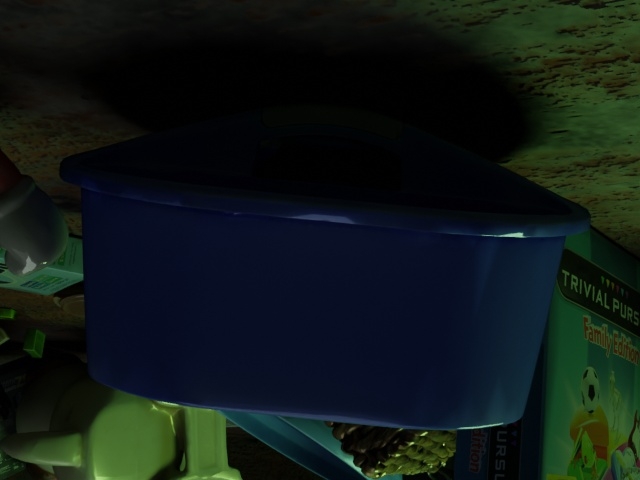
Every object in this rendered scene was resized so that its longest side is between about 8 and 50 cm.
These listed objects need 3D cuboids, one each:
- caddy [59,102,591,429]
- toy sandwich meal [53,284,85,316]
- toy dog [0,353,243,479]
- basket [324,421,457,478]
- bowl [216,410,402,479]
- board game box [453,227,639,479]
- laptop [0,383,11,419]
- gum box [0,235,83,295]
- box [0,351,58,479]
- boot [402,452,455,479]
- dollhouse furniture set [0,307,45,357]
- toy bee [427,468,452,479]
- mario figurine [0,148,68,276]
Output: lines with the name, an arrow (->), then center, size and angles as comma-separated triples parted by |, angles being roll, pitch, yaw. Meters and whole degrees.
caddy -> 0.000, 0.000, 0.734 | 0.341, 0.179, 0.241 | 6, -171, -1
toy sandwich meal -> -0.294, 0.074, 1.417 | 0.085, 0.029, 0.085 | -2, 158, -1
toy dog -> -0.353, 0.322, 1.836 | 0.395, 0.284, 0.408 | -14, -173, -33
basket -> 0.095, 0.090, 1.131 | 0.213, 0.223, 0.299 | -41, 160, 8
bowl -> -0.050, 0.234, 1.557 | 0.391, 0.077, 0.391 | 30, 164, 10
board game box -> 0.208, 0.164, 0.948 | 0.079, 0.336, 0.254 | -4, 163, 35
laptop -> -0.608, 0.188, 1.757 | 0.136, 0.264, 0.234 | -28, 178, -20
gum box -> -0.349, 0.013, 1.173 | 0.184, 0.041, 0.157 | 12, 164, -27
box -> -0.553, 0.315, 1.968 | 0.059, 0.183, 0.232 | 3, -164, 40
boot -> 0.258, 0.289, 1.664 | 0.338, 0.223, 0.118 | 3, 146, 29
dollhouse furniture set -> -0.485, 0.138, 1.639 | 0.151, 0.076, 0.058 | 5, 165, -2
toy bee -> 0.131, 0.191, 1.529 | 0.195, 0.162, 0.298 | 26, 160, 32
mario figurine -> -0.276, -0.039, 0.661 | 0.198, 0.170, 0.320 | 45, 167, 17
